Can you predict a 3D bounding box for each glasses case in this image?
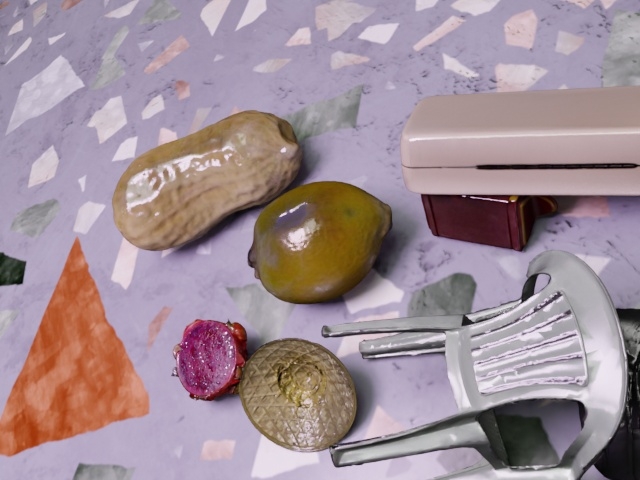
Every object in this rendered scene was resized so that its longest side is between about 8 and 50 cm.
[{"bbox_3d":[0.266,-0.114,0.750,0.336,0.076,0.144,2,32,22],"label":"glasses case"}]

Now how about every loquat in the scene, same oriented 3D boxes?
[{"bbox_3d":[0.000,0.000,0.838,0.195,0.152,0.152,-20,56,7],"label":"loquat"}]

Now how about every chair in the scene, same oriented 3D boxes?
[{"bbox_3d":[0.149,0.140,0.650,0.274,0.190,0.204,-16,58,15],"label":"chair"}]

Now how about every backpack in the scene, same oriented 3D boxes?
[{"bbox_3d":[0.301,0.144,0.628,0.119,0.105,0.165,1,85,30],"label":"backpack"}]

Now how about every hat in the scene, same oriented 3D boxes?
[{"bbox_3d":[-0.020,0.176,0.804,0.145,0.067,0.146,4,104,14],"label":"hat"}]

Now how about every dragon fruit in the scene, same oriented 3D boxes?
[{"bbox_3d":[-0.133,0.155,0.866,0.126,0.068,0.112,-22,62,27],"label":"dragon fruit"}]

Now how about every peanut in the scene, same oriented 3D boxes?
[{"bbox_3d":[-0.170,-0.099,0.979,0.291,0.143,0.159,-27,46,5],"label":"peanut"}]

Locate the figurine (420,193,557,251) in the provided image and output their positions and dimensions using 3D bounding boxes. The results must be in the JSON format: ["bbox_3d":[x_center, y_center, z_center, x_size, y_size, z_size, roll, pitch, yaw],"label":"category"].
[{"bbox_3d":[0.212,-0.050,0.806,0.154,0.082,0.098,9,47,30],"label":"figurine"}]
